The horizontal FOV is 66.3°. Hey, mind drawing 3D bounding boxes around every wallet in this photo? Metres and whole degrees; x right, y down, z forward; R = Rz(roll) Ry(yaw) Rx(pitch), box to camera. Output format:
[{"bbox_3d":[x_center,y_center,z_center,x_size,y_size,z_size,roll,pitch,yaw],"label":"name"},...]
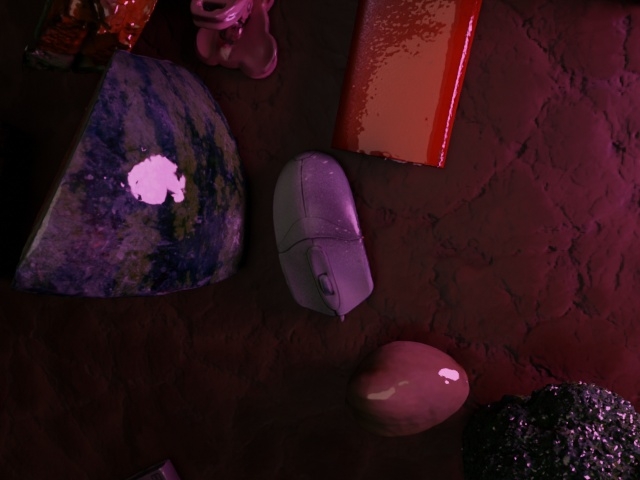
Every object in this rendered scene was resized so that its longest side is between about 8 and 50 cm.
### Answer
[{"bbox_3d":[0.097,-0.196,0.576,0.142,0.045,0.204,14,100,16],"label":"wallet"}]

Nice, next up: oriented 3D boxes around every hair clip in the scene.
[{"bbox_3d":[-0.104,-0.295,0.632,0.123,0.102,0.138,12,68,13],"label":"hair clip"}]

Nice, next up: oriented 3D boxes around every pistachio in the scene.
[{"bbox_3d":[0.102,0.176,0.590,0.149,0.113,0.113,-8,95,16],"label":"pistachio"}]

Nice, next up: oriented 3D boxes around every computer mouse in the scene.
[{"bbox_3d":[-0.002,-0.001,0.618,0.113,0.068,0.229,-11,94,19],"label":"computer mouse"}]

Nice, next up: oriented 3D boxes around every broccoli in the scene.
[{"bbox_3d":[0.274,0.272,0.510,0.269,0.269,0.254,31,109,11],"label":"broccoli"}]

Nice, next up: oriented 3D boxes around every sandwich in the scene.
[{"bbox_3d":[-0.246,-0.321,0.591,0.212,0.109,0.292,20,90,49],"label":"sandwich"}]

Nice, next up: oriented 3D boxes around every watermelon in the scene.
[{"bbox_3d":[-0.261,-0.076,0.595,0.292,0.250,0.283,-1,91,12],"label":"watermelon"}]

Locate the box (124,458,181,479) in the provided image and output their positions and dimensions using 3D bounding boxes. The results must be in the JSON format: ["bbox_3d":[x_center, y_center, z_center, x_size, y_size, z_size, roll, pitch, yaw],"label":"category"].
[{"bbox_3d":[-0.238,0.442,0.762,0.115,0.036,0.177,-30,88,18],"label":"box"}]

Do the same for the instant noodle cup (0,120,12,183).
[{"bbox_3d":[-0.599,-0.083,0.673,0.339,0.340,0.266,22,91,13],"label":"instant noodle cup"}]
